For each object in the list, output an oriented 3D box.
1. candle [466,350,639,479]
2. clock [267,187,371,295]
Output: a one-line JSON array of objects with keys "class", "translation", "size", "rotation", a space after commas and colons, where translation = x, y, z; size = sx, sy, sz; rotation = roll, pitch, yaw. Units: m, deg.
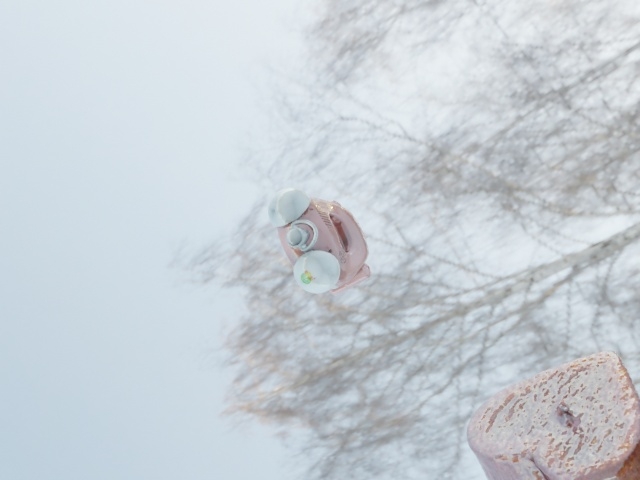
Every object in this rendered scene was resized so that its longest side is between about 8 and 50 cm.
[{"class": "candle", "translation": [0.404, 0.289, 1.723], "size": [0.287, 0.317, 0.131], "rotation": [-43, -61, -26]}, {"class": "clock", "translation": [0.000, 0.000, 1.621], "size": [0.162, 0.093, 0.166], "rotation": [11, -128, -64]}]
